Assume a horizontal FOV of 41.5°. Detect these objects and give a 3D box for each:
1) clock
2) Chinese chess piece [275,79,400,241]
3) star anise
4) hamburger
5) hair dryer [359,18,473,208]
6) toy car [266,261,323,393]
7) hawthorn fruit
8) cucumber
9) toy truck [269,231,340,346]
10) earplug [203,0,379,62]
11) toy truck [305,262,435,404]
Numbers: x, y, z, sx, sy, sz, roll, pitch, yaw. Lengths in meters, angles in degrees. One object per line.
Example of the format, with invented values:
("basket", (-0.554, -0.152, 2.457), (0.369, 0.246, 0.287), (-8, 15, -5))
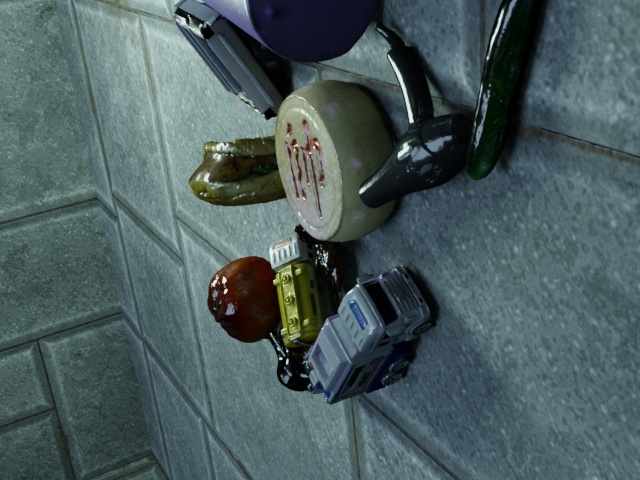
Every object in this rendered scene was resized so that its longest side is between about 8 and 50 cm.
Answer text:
("clock", (-0.162, -0.350, 1.611), (0.186, 0.083, 0.253), (40, 172, 50))
("Chinese chess piece", (0.024, -0.132, 1.411), (0.270, 0.112, 0.270), (44, 143, 48))
("star anise", (0.004, -0.001, 1.540), (0.157, 0.054, 0.212), (-21, -85, -74))
("hamburger", (-0.148, -0.139, 1.655), (0.309, 0.211, 0.132), (13, 113, 64))
("hair dryer", (0.117, -0.192, 1.221), (0.235, 0.091, 0.271), (-33, 62, 54))
("toy car", (-0.045, 0.160, 1.745), (0.301, 0.118, 0.193), (56, 132, 41))
("hawthorn fruit", (-0.128, 0.101, 1.654), (0.157, 0.194, 0.157), (34, 152, 21))
("cucumber", (0.219, -0.196, 1.023), (0.056, 0.056, 0.284), (49, 142, 41))
("toy truck", (-0.031, 0.091, 1.582), (0.098, 0.114, 0.226), (-24, 60, 27))
("earplug", (-0.098, -0.439, 1.369), (0.456, 0.215, 0.215), (-138, 38, -55))
("toy truck", (0.077, 0.165, 1.439), (0.124, 0.155, 0.268), (60, 152, 27))
